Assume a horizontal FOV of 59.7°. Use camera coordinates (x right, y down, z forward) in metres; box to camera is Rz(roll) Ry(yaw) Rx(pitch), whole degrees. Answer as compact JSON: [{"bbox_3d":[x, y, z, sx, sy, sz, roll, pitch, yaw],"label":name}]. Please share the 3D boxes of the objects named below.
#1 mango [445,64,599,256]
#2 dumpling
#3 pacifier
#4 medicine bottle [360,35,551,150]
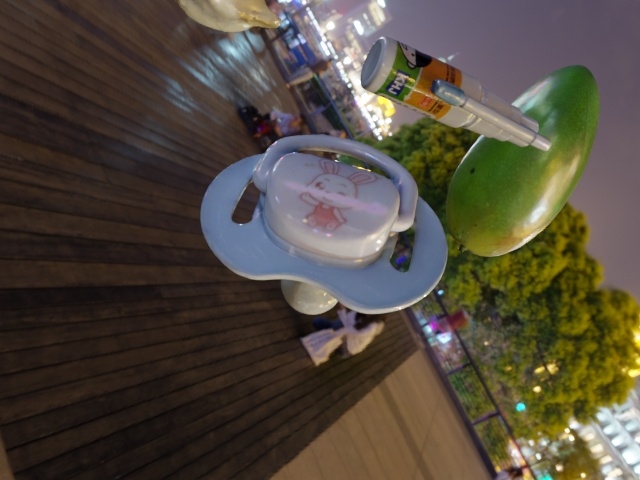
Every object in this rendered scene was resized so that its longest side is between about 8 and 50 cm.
[{"bbox_3d":[0.372,-0.139,1.022,0.201,0.382,0.225,39,23,27],"label":"mango"},{"bbox_3d":[-0.238,-0.534,1.148,0.318,0.187,0.243,46,-13,-28],"label":"dumpling"},{"bbox_3d":[0.000,0.000,0.682,0.226,0.287,0.238,107,-2,-47],"label":"pacifier"},{"bbox_3d":[0.157,-0.156,0.628,0.220,0.061,0.092,18,22,-19],"label":"medicine bottle"}]
